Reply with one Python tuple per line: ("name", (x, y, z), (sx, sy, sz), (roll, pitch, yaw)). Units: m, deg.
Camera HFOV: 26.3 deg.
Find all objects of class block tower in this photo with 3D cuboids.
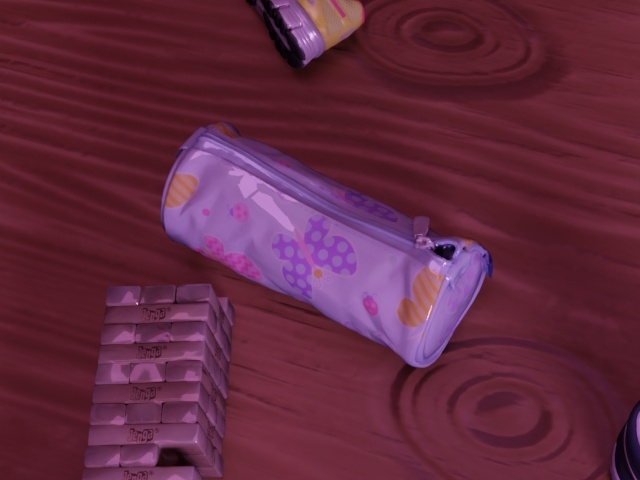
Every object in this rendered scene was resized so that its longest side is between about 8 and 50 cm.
("block tower", (-0.130, 0.190, 1.069), (0.091, 0.097, 0.335), (-2, 62, 8))

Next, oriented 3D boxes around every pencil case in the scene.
("pencil case", (0.000, 0.000, 1.126), (0.273, 0.124, 0.113), (26, 70, 22))

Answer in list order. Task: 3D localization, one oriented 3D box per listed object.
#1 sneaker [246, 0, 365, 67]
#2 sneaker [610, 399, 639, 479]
("sneaker", (-0.028, -0.258, 1.297), (0.094, 0.081, 0.208), (-24, 68, -11))
("sneaker", (0.328, 0.199, 0.945), (0.282, 0.153, 0.099), (31, 73, 23))
